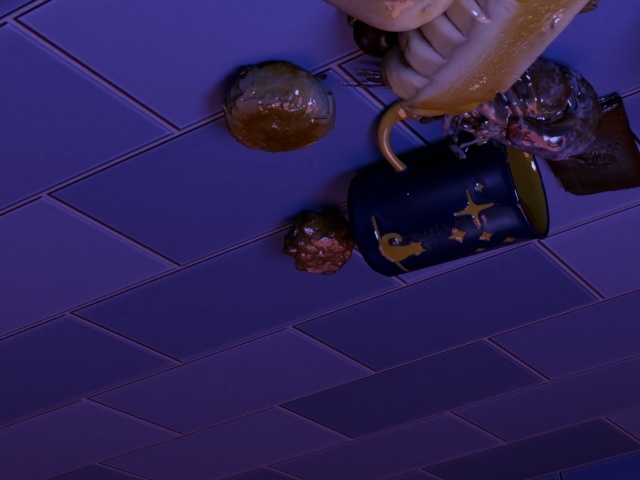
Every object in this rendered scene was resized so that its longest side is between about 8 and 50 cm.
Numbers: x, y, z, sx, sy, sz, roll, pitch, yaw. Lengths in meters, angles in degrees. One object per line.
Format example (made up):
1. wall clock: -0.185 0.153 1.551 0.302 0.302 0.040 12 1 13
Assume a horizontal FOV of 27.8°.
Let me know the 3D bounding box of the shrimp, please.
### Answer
1. shrimp: 0.201 -0.178 1.688 0.343 0.145 0.116 8 -173 -7

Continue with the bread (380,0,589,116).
1. bread: 0.180 -0.254 1.435 0.173 0.121 0.311 -7 155 -34

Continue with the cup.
1. cup: 0.168 -0.092 1.865 0.256 0.255 0.178 -16 -171 22

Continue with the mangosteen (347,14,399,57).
1. mangosteen: 0.075 -0.260 1.552 0.081 0.081 0.081 -5 153 -3

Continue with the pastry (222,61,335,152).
1. pastry: -0.056 -0.170 1.691 0.153 0.081 0.153 -6 157 -3

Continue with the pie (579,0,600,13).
1. pie: 0.280 -0.325 1.509 0.195 0.046 0.195 -6 151 -3

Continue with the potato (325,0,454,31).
1. potato: 0.043 -0.314 1.315 0.234 0.146 0.150 38 118 -4

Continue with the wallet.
1. wallet: 0.405 -0.130 1.928 0.137 0.031 0.255 -16 151 17

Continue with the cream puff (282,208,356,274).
1. cream puff: 0.000 0.000 2.030 0.116 0.094 0.122 -16 128 10
